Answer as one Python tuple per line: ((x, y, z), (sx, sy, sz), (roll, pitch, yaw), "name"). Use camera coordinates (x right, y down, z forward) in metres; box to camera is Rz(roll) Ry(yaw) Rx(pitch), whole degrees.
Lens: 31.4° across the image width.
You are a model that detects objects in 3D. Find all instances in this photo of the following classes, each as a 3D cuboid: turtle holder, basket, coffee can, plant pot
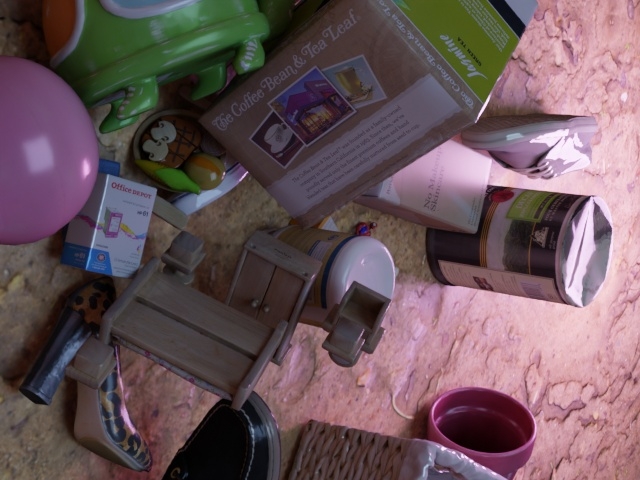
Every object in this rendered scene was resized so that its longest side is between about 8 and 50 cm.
((-0.174, -0.283, 1.347), (0.243, 0.320, 0.227), (-83, 151, -84), "turtle holder")
((0.107, 0.488, 1.861), (0.328, 0.266, 0.331), (34, 71, -49), "basket")
((0.362, 0.003, 2.072), (0.201, 0.275, 0.201), (-14, 108, -50), "coffee can")
((0.295, 0.406, 2.154), (0.201, 0.201, 0.180), (-32, 137, -44), "plant pot")

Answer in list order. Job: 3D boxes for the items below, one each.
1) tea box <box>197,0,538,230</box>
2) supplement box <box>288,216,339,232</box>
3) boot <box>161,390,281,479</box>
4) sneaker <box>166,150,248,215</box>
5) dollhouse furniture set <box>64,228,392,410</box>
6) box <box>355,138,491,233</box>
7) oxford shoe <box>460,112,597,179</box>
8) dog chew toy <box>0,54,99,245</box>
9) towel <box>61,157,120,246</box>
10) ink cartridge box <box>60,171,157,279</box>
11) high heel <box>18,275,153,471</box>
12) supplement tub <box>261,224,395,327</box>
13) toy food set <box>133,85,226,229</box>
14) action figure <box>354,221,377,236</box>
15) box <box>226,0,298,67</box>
((0.066, -0.239, 1.510), (0.220, 0.329, 0.323), (46, 44, -13), "tea box")
((0.000, 0.000, 1.791), (0.036, 0.062, 0.098), (-55, 134, -30), "supplement box")
((-0.225, 0.364, 1.454), (0.284, 0.138, 0.377), (-6, 134, -47), "boot")
((-0.139, -0.126, 1.589), (0.091, 0.094, 0.258), (53, 53, -13), "sneaker")
((-0.115, 0.166, 1.461), (0.355, 0.303, 0.174), (-55, 170, -51), "dollhouse furniture set")
((0.150, -0.112, 1.908), (0.311, 0.121, 0.148), (14, 87, -52), "box")
((0.416, -0.179, 2.199), (0.449, 0.169, 0.130), (-9, 106, -55), "oxford shoe")
((-0.398, -0.060, 1.185), (0.332, 0.206, 0.207), (-33, 122, -33), "dog chew toy")
((-0.293, -0.047, 1.442), (0.067, 0.029, 0.119), (13, 88, -53), "towel")
((-0.263, -0.020, 1.419), (0.088, 0.052, 0.122), (16, 85, -52), "ink cartridge box")
((-0.260, 0.179, 1.485), (0.261, 0.093, 0.186), (53, 52, -42), "high heel")
((-0.006, 0.054, 1.683), (0.144, 0.199, 0.144), (-15, 109, -49), "supplement tub")
((-0.180, -0.121, 1.503), (0.192, 0.132, 0.038), (-60, -179, -27), "toy food set")
((0.060, 0.002, 1.895), (0.115, 0.030, 0.038), (-44, 124, -40), "action figure")
((-0.102, -0.419, 1.586), (0.322, 0.058, 0.232), (-48, 131, -33), "box")
